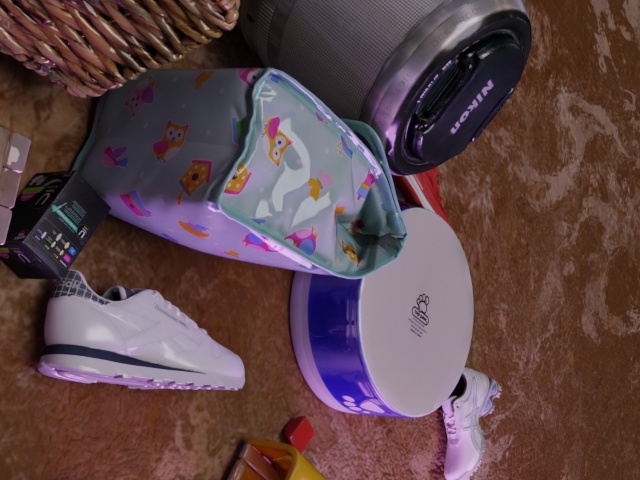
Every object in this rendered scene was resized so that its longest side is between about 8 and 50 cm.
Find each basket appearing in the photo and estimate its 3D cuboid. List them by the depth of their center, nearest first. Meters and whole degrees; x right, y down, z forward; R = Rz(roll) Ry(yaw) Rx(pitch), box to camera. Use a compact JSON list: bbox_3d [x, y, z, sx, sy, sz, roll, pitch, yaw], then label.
[{"bbox_3d":[-0.210,-0.297,0.731,0.299,0.213,0.223,50,30,-37],"label":"basket"}]

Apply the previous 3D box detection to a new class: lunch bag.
[{"bbox_3d":[-0.064,-0.055,0.869,0.262,0.223,0.160,28,75,-47],"label":"lunch bag"}]

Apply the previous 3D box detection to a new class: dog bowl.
[{"bbox_3d":[0.085,0.089,1.141,0.265,0.104,0.265,2,88,-51],"label":"dog bowl"}]

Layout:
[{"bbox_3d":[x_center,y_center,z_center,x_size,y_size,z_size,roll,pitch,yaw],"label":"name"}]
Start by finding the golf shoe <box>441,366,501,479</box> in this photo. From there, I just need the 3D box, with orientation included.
[{"bbox_3d":[0.200,0.269,1.325,0.086,0.069,0.176,33,59,-23],"label":"golf shoe"}]

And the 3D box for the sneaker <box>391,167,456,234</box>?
[{"bbox_3d":[0.155,-0.066,1.248,0.128,0.087,0.221,-58,131,-33],"label":"sneaker"}]

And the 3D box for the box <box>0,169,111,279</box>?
[{"bbox_3d":[-0.236,-0.013,0.783,0.052,0.062,0.083,54,51,-36],"label":"box"}]

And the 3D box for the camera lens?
[{"bbox_3d":[0.062,-0.219,0.943,0.219,0.274,0.219,-35,154,-20],"label":"camera lens"}]

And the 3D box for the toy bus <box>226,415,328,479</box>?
[{"bbox_3d":[-0.021,0.308,1.003,0.202,0.104,0.191,-10,97,-50],"label":"toy bus"}]

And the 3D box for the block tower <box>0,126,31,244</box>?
[{"bbox_3d":[-0.359,-0.080,0.611,0.335,0.097,0.091,24,71,-49],"label":"block tower"}]

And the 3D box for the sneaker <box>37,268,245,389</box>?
[{"bbox_3d":[-0.157,0.094,0.865,0.235,0.090,0.094,23,62,-50],"label":"sneaker"}]
